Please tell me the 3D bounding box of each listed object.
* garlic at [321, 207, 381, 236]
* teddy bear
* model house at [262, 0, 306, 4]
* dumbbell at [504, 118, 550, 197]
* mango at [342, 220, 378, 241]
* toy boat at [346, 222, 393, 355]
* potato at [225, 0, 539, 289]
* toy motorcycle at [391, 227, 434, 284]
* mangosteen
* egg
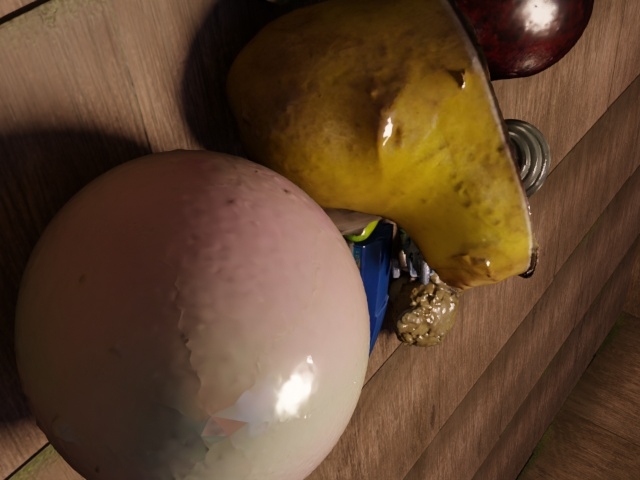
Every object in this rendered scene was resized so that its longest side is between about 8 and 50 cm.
[{"bbox_3d":[0.062,-0.114,1.110,0.229,0.178,0.143,-45,122,-48],"label":"garlic"},{"bbox_3d":[0.220,0.093,1.478,0.256,0.156,0.267,-59,149,-9],"label":"teddy bear"},{"bbox_3d":[0.051,-0.398,0.819,0.321,0.266,0.261,-55,142,-18],"label":"model house"},{"bbox_3d":[0.309,-0.157,1.429,0.406,0.179,0.179,-6,115,-55],"label":"dumbbell"},{"bbox_3d":[0.059,-0.038,1.188,0.108,0.073,0.056,-78,177,-52],"label":"mango"},{"bbox_3d":[0.071,0.118,1.315,0.129,0.088,0.295,-48,144,-63],"label":"toy boat"},{"bbox_3d":[0.057,-0.105,0.931,0.296,0.290,0.397,-17,102,-2],"label":"potato"},{"bbox_3d":[0.165,-0.005,1.265,0.254,0.092,0.136,-63,148,-84],"label":"toy motorcycle"},{"bbox_3d":[0.225,-0.347,1.088,0.307,0.307,0.347,-17,153,-51],"label":"mangosteen"},{"bbox_3d":[-0.112,0.097,0.708,0.354,0.340,0.355,-3,101,-14],"label":"egg"}]
